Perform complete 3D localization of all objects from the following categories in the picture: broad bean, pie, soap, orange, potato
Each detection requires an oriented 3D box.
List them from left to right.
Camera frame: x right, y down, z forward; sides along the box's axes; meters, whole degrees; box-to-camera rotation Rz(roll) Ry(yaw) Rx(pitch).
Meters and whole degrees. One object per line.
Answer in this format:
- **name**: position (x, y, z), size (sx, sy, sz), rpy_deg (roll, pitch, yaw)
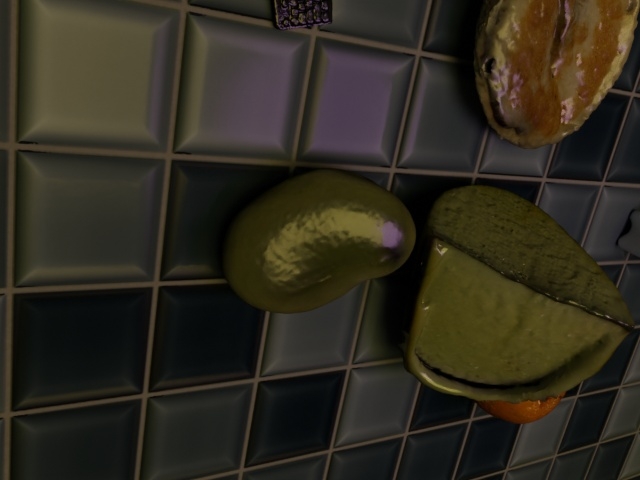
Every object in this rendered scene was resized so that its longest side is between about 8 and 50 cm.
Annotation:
- **broad bean**: position (0.000, 0.000, 0.795), size (0.262, 0.121, 0.189), rpy_deg (-21, 117, -19)
- **potato**: position (0.267, 0.095, 0.965), size (0.330, 0.213, 0.280), rpy_deg (24, 128, -2)
- **orange**: position (0.360, 0.242, 1.095), size (0.193, 0.161, 0.194), rpy_deg (-14, 122, -23)
- **pie**: position (0.348, -0.300, 0.898), size (0.338, 0.077, 0.340), rpy_deg (-13, 115, -29)
- **soap**: position (0.760, 0.023, 1.236), size (0.265, 0.159, 0.088), rpy_deg (10, 106, -35)

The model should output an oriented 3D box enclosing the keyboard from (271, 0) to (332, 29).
- **keyboard**: position (-0.028, -0.370, 0.674), size (0.087, 0.017, 0.251), rpy_deg (-16, 119, -26)
